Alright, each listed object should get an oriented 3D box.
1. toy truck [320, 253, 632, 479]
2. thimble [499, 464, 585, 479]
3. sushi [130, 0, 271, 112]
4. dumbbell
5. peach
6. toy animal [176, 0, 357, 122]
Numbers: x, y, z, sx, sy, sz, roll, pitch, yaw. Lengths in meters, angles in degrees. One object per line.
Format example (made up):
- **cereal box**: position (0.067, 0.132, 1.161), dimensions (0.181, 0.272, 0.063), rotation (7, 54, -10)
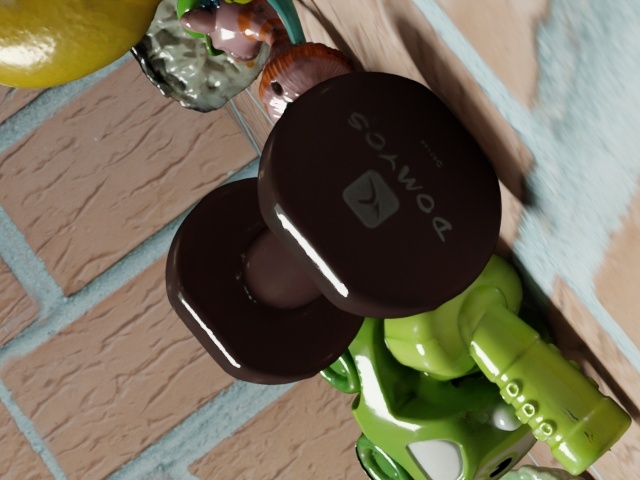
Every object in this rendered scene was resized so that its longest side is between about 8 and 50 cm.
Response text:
- **toy truck**: position (0.099, 0.082, 0.985), dimensions (0.187, 0.148, 0.210), rotation (55, 155, -4)
- **thimble**: position (0.220, 0.338, 1.419), dimensions (0.150, 0.219, 0.219), rotation (51, 179, -31)
- **sushi**: position (-0.139, -0.222, 1.234), dimensions (0.225, 0.124, 0.127), rotation (48, 180, -28)
- **dumbbell**: position (0.000, 0.000, 0.850), dimensions (0.140, 0.124, 0.225), rotation (50, 152, 0)
- **peach**: position (-0.210, -0.232, 1.061), dimensions (0.153, 0.251, 0.251), rotation (6, -141, -52)
- **toy animal**: position (-0.032, -0.131, 1.001), dimensions (0.103, 0.100, 0.208), rotation (91, 158, -48)
